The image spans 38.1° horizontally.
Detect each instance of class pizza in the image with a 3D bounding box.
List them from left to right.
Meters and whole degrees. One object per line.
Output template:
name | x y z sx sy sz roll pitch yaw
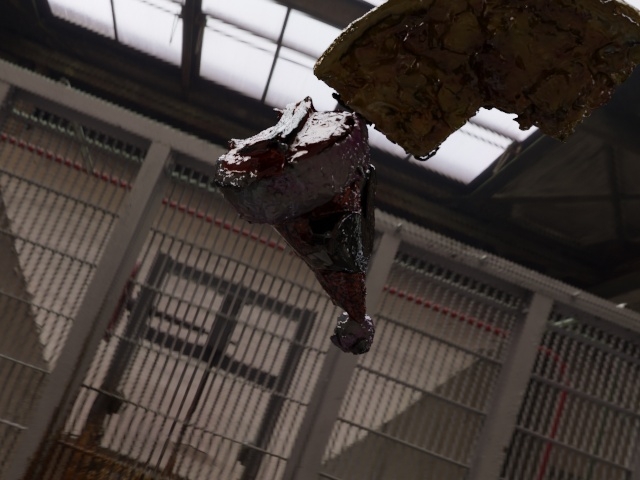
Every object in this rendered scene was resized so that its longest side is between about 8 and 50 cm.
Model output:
pizza | 0.143 -0.155 0.816 0.305 0.085 0.161 -5 -85 13

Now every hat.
hat | 0.003 0.000 0.747 0.129 0.140 0.227 -21 -68 -1
